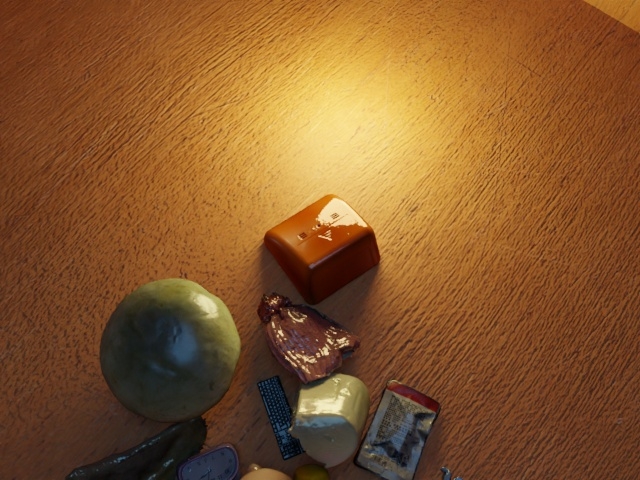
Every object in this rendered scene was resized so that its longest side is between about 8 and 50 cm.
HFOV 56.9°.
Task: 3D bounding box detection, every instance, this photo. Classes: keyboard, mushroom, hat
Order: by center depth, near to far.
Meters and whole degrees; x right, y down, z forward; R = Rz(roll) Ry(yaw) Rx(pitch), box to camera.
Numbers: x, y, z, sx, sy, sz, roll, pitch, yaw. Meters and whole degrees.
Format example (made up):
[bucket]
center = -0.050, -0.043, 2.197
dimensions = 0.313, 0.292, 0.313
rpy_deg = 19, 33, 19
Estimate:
[mushroom]
center = -0.366, 0.267, 1.448
dimensions = 0.353, 0.260, 0.351
rpy_deg = -1, 72, 2
[keyboard]
center = -0.101, 0.450, 1.509
dimensions = 0.061, 0.013, 0.204
rpy_deg = -19, 69, -10
[hat]
center = -0.056, 0.243, 1.543
dimensions = 0.286, 0.107, 0.237
rpy_deg = 37, 35, 21

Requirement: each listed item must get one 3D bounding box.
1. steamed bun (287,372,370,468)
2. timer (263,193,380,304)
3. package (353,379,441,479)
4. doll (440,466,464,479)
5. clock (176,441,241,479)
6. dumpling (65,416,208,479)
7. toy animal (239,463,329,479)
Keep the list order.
[steamed bun]
center = 0.010, 0.435, 1.416
dimensions = 0.200, 0.225, 0.170
rpy_deg = 8, 109, 13
[timer]
center = 0.000, 0.000, 1.664
dimensions = 0.258, 0.161, 0.250
rpy_deg = -32, 57, -15
[package]
center = 0.199, 0.488, 1.496
dimensions = 0.154, 0.030, 0.239
rpy_deg = 25, 68, 9
[doll]
center = 0.329, 0.648, 1.417
dimensions = 0.110, 0.067, 0.205
rpy_deg = -14, 56, 7
[clock]
center = -0.263, 0.559, 1.417
dimensions = 0.153, 0.050, 0.110
rpy_deg = -20, 83, -16
[dumpling]
center = -0.428, 0.538, 1.419
dimensions = 0.332, 0.165, 0.086
rpy_deg = -16, 24, -27
[toy animal]
center = -0.113, 0.643, 1.273
dimensions = 0.247, 0.345, 0.277
rpy_deg = 18, 100, -6
